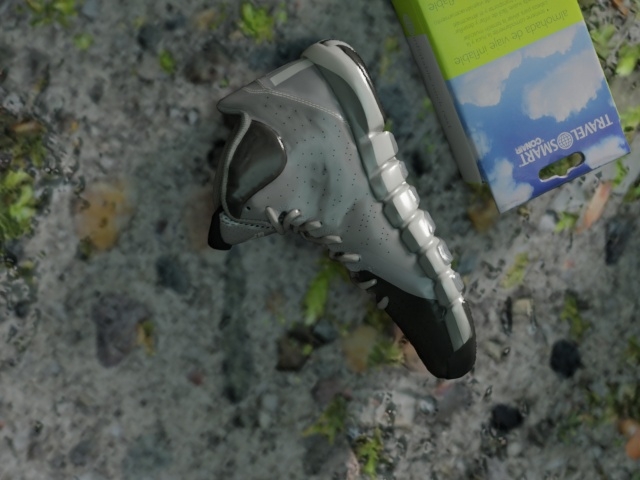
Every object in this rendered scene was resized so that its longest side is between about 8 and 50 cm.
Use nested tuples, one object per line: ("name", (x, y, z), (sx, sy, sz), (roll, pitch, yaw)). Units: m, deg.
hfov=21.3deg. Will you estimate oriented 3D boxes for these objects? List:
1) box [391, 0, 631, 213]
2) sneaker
("box", (0.121, -0.119, 1.108), (0.109, 0.042, 0.178), (-25, 101, -13))
("sneaker", (0.000, 0.000, 1.066), (0.132, 0.086, 0.228), (-24, 90, -9))
